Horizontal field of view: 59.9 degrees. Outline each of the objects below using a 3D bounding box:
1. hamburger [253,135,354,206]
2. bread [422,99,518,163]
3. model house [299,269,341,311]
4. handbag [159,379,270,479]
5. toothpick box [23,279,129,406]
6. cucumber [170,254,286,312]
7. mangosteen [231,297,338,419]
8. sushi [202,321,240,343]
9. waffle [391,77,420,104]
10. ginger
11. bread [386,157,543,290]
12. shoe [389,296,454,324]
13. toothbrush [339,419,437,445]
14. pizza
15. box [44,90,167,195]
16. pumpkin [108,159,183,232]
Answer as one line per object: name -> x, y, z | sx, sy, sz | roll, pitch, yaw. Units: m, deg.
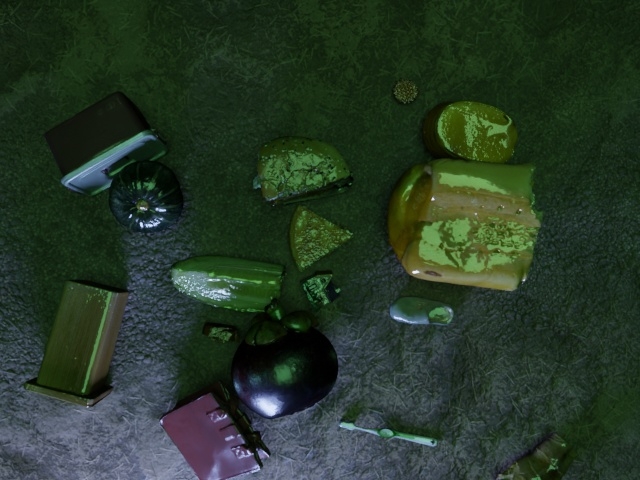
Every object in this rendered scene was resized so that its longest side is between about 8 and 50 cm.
hamburger -> -0.057, -0.205, 1.586 | 0.288, 0.167, 0.192 | -15, 92, -2
bread -> 0.436, -0.306, 1.620 | 0.270, 0.142, 0.195 | 17, 94, -5
model house -> 0.006, 0.141, 1.626 | 0.100, 0.088, 0.100 | -29, 94, -1
handbag -> -0.296, 0.542, 1.544 | 0.275, 0.084, 0.260 | -35, 90, 36
toothpick box -> -0.661, 0.275, 1.556 | 0.190, 0.187, 0.308 | 15, 85, -1
cucumber -> -0.265, 0.118, 1.612 | 0.326, 0.105, 0.145 | 7, 116, -2
mangosteen -> -0.110, 0.334, 1.524 | 0.300, 0.300, 0.300 | 0, 89, -2
sushi -> -0.291, 0.274, 1.629 | 0.120, 0.052, 0.055 | 8, 90, -2
waffle -> 0.254, -0.449, 1.671 | 0.083, 0.029, 0.075 | 36, 85, 1
ginger -> 0.644, 0.682, 1.641 | 0.263, 0.116, 0.109 | -37, 132, -7
bread -> 0.385, -0.062, 1.563 | 0.394, 0.250, 0.361 | 7, 104, 3
shoe -> 0.308, 0.212, 1.644 | 0.195, 0.078, 0.079 | 6, 90, -6
toothbrush -> 0.204, 0.577, 1.659 | 0.304, 0.030, 0.030 | 13, 89, -2
pizza -> 0.000, 0.000, 1.642 | 0.193, 0.053, 0.201 | 6, 78, -1
box -> -0.604, -0.272, 1.558 | 0.294, 0.193, 0.167 | -31, 85, -2
pumpkin -> -0.492, -0.124, 1.576 | 0.212, 0.152, 0.211 | -3, 121, -5
